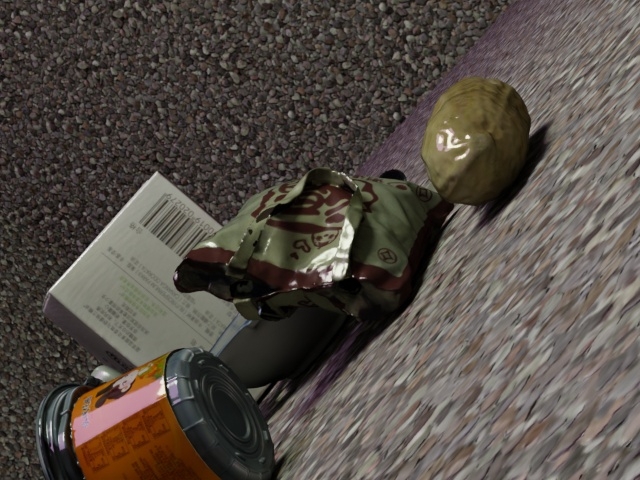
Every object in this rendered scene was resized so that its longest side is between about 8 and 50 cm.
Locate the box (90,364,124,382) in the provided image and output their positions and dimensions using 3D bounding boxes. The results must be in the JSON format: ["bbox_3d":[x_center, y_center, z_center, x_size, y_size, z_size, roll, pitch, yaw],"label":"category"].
[{"bbox_3d":[-0.174,0.202,1.474,0.130,0.162,0.227,-60,5,-10],"label":"box"}]

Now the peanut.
[{"bbox_3d":[0.131,-0.086,1.260,0.099,0.090,0.214,-36,5,14],"label":"peanut"}]

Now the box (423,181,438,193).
[{"bbox_3d":[0.097,-0.025,1.618,0.054,0.024,0.083,-53,6,-30],"label":"box"}]

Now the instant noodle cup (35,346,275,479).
[{"bbox_3d":[-0.117,0.162,1.146,0.125,0.208,0.178,-34,-34,17],"label":"instant noodle cup"}]

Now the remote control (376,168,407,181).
[{"bbox_3d":[0.007,0.032,1.786,0.107,0.044,0.377,-56,2,-30],"label":"remote control"}]

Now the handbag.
[{"bbox_3d":[0.000,0.000,1.334,0.235,0.213,0.127,-50,-39,-69],"label":"handbag"}]

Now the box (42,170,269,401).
[{"bbox_3d":[-0.156,0.081,1.679,0.194,0.260,0.111,-50,4,-21],"label":"box"}]

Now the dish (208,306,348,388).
[{"bbox_3d":[-0.039,0.092,1.517,0.228,0.086,0.236,-49,3,24],"label":"dish"}]
